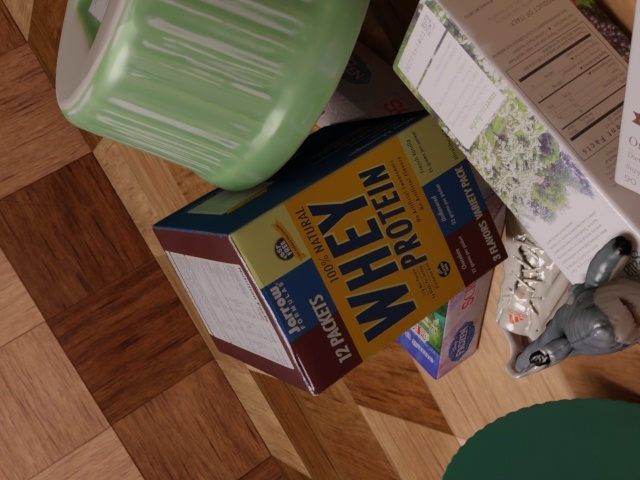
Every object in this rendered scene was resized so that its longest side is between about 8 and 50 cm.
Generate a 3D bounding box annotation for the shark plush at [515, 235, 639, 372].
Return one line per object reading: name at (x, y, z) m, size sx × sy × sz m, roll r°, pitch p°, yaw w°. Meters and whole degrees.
shark plush at (0.153, 0.052, 0.524) m, size 0.073 × 0.067 × 0.161 m, roll 56°, pitch 160°, yaw -2°

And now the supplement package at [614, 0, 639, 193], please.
supplement package at (0.216, -0.094, 0.383) m, size 0.105 × 0.105 × 0.179 m, roll 41°, pitch 154°, yaw 41°

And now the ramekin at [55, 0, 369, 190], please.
ramekin at (-0.094, -0.202, 0.649) m, size 0.303 × 0.148 × 0.303 m, roll -35°, pitch 48°, yaw 51°

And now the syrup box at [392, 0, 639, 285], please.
syrup box at (0.162, -0.074, 0.552) m, size 0.237 × 0.096 × 0.093 m, roll 51°, pitch 161°, yaw 11°

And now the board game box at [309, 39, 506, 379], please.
board game box at (0.051, -0.050, 0.892) m, size 0.318 × 0.066 × 0.318 m, roll 45°, pitch 156°, yaw 30°

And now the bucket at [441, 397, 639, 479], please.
bucket at (0.222, 0.272, 0.681) m, size 0.281 × 0.281 × 0.183 m, roll 29°, pitch 137°, yaw 53°

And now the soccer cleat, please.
soccer cleat at (0.180, 0.038, 0.706) m, size 0.068 × 0.076 × 0.196 m, roll 34°, pitch 149°, yaw 48°

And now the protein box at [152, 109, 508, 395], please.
protein box at (0.000, 0.000, 0.698) m, size 0.201 × 0.200 × 0.136 m, roll 6°, pitch 126°, yaw 63°
